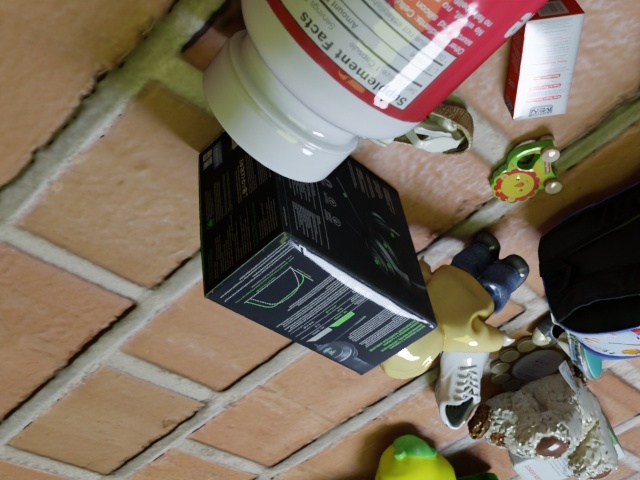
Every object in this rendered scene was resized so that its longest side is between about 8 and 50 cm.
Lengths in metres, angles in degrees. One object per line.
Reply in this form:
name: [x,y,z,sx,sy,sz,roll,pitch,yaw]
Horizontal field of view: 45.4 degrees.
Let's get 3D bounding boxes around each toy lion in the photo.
toy lion: [0.284,-0.093,1.067,0.096,0.034,0.100,-11,137,11]

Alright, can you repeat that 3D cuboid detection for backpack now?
backpack: [0.460,0.045,1.098,0.263,0.277,0.213,-18,136,26]

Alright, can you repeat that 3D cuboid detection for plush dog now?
plush dog: [0.394,0.328,1.419,0.225,0.211,0.262,-22,142,38]

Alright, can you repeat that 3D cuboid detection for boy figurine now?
boy figurine: [0.186,0.099,1.069,0.285,0.177,0.092,-38,159,-38]

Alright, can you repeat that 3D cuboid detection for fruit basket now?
fruit basket: [0.209,0.561,1.619,0.392,0.283,0.392,0,94,3]

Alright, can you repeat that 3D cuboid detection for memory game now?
memory game: [0.408,0.231,1.437,0.186,0.012,0.186,-6,137,-6]

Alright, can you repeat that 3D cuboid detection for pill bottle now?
pill bottle: [0.073,-0.247,0.720,0.229,0.229,0.407,26,126,-32]

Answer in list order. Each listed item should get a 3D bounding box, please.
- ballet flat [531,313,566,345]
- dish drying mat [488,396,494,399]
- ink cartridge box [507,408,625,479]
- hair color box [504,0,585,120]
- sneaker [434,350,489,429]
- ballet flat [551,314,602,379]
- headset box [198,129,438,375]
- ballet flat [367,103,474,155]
ballet flat: [0.444,0.138,1.321,0.173,0.049,0.057,-32,131,21]
dish drying mat: [0.373,0.311,1.507,0.083,0.008,0.032,-6,146,5]
ink cartridge box: [0.508,0.428,1.606,0.208,0.087,0.153,-27,135,15]
hair color box: [0.267,-0.217,0.923,0.072,0.043,0.141,-8,135,-3]
sneaker: [0.259,0.243,1.363,0.094,0.091,0.258,-7,137,-4]
ballet flat: [0.426,0.148,1.287,0.070,0.070,0.188,-15,109,5]
headset box: [0.000,0.000,0.950,0.131,0.246,0.283,-38,131,26]
ballet flat: [0.101,-0.146,0.947,0.206,0.067,0.073,5,135,-15]
